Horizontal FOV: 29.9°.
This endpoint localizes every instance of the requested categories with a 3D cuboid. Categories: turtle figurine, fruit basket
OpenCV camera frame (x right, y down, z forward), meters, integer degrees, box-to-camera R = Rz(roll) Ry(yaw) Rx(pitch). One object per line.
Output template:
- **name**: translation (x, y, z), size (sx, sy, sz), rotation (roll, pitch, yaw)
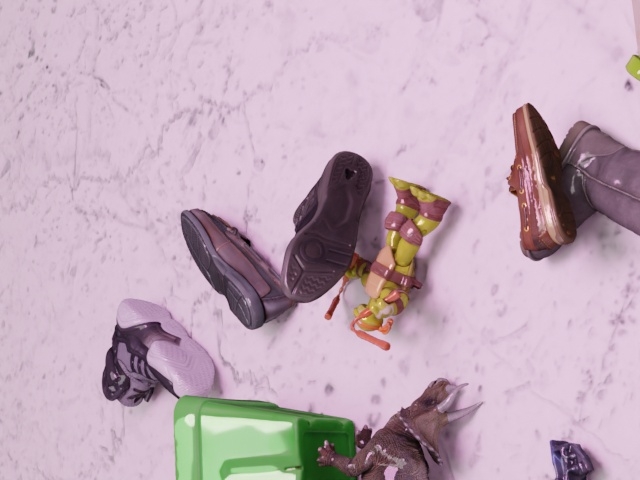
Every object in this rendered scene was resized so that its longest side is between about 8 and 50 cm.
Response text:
- **turtle figurine**: translation (0.096, 0.036, 1.544), size (0.269, 0.087, 0.217), rotation (-128, 59, -76)
- **fruit basket**: translation (-0.132, 0.400, 1.641), size (0.392, 0.283, 0.392), rotation (-5, 79, 28)

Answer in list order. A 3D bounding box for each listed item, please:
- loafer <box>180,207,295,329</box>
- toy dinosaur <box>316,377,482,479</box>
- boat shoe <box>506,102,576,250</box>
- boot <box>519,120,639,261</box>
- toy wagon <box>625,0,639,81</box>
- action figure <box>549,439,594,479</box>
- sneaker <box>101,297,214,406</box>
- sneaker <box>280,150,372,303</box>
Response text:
- **loafer**: translation (-0.127, 0.036, 1.815), size (0.267, 0.084, 0.096), rotation (50, 150, 42)
- **toy dinosaur**: translation (0.088, 0.321, 1.497), size (0.160, 0.121, 0.314), rotation (7, 91, 44)
- **boat shoe**: translation (0.236, -0.071, 1.345), size (0.060, 0.064, 0.178), rotation (-23, 62, 31)
- **boot**: translation (0.338, -0.024, 1.334), size (0.208, 0.076, 0.190), rotation (34, 111, 37)
- **toy wagon**: translation (0.431, -0.272, 1.264), size (0.344, 0.068, 0.267), rotation (48, 118, 40)
- **action figure**: translation (0.246, 0.350, 1.245), size (0.330, 0.178, 0.341), rotation (120, 149, -53)
- **sneaker**: translation (-0.263, 0.214, 1.905), size (0.268, 0.101, 0.153), rotation (43, 115, 48)
- **sneaker**: translation (0.000, 0.000, 1.624), size (0.130, 0.087, 0.227), rotation (120, 170, -61)
